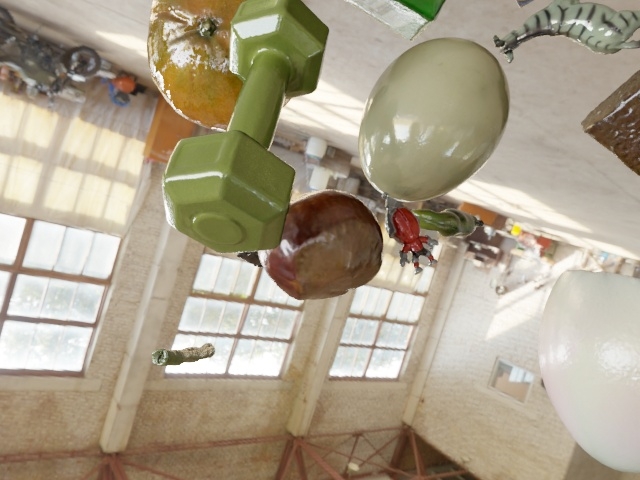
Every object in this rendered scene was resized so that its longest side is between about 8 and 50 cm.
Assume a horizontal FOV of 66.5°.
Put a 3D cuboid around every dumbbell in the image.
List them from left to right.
[{"bbox_3d":[-0.064,-0.130,0.497,0.121,0.302,0.108,-4,143,21],"label":"dumbbell"}]

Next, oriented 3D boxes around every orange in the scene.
[{"bbox_3d":[-0.136,-0.278,0.693,0.240,0.240,0.171,17,-176,7],"label":"orange"}]

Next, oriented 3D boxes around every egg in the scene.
[{"bbox_3d":[0.150,-0.160,0.663,0.186,0.242,0.186,34,171,6],"label":"egg"},{"bbox_3d":[0.593,0.264,0.941,0.354,0.340,0.354,20,174,2],"label":"egg"}]

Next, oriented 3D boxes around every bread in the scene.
[{"bbox_3d":[0.681,-0.296,0.838,0.165,0.416,0.113,44,-146,1],"label":"bread"}]

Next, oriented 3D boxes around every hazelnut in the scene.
[{"bbox_3d":[0.000,0.000,0.592,0.154,0.143,0.143,-16,-168,-14],"label":"hazelnut"}]

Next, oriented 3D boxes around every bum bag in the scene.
[{"bbox_3d":[-0.133,0.034,1.061,0.058,0.034,0.124,-22,152,16],"label":"bum bag"}]

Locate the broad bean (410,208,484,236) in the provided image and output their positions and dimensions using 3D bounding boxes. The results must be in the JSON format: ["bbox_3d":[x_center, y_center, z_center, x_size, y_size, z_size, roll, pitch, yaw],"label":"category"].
[{"bbox_3d":[0.236,-0.032,0.880,0.213,0.048,0.070,5,-157,-46],"label":"broad bean"}]

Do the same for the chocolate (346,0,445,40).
[{"bbox_3d":[0.094,-0.529,0.694,0.360,0.341,0.161,25,-162,-16],"label":"chocolate"}]

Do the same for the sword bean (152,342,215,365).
[{"bbox_3d":[-0.272,0.236,1.014,0.043,0.038,0.269,35,176,11],"label":"sword bean"}]

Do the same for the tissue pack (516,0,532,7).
[{"bbox_3d":[0.452,-0.601,1.055,0.108,0.148,0.060,-21,-160,40],"label":"tissue pack"}]

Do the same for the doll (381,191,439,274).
[{"bbox_3d":[0.111,-0.013,0.631,0.114,0.057,0.039,61,-171,2],"label":"doll"}]

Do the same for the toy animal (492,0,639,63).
[{"bbox_3d":[0.397,-0.329,0.753,0.217,0.176,0.073,32,162,34],"label":"toy animal"}]
